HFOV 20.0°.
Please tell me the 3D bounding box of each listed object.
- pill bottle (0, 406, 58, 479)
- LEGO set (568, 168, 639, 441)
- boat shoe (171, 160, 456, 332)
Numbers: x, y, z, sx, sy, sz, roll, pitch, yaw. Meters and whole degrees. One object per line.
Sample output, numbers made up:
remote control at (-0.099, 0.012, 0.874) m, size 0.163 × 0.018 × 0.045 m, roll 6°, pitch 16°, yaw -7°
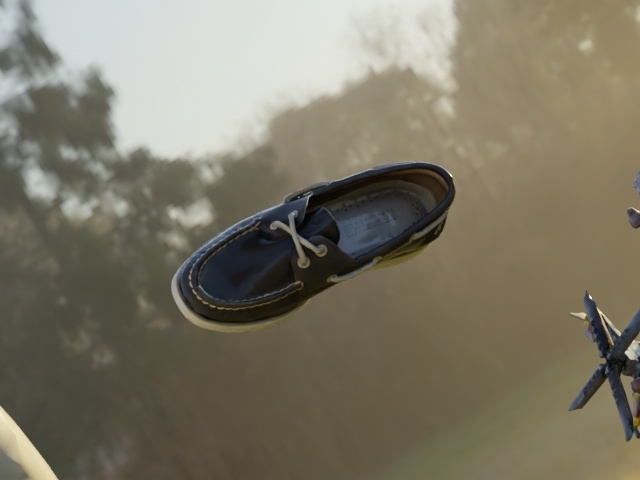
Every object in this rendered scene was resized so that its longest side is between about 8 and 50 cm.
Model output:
pill bottle at (-0.214, 0.126, 0.495) m, size 0.278 × 0.162 × 0.162 m, roll -47°, pitch 2°, yaw -18°
LEGO set at (0.259, 0.048, 0.987) m, size 0.192 × 0.255 × 0.331 m, roll -1°, pitch -42°, yaw -24°
boat shoe at (0.000, 0.000, 0.718) m, size 0.125 × 0.046 × 0.038 m, roll -17°, pitch -21°, yaw -28°
